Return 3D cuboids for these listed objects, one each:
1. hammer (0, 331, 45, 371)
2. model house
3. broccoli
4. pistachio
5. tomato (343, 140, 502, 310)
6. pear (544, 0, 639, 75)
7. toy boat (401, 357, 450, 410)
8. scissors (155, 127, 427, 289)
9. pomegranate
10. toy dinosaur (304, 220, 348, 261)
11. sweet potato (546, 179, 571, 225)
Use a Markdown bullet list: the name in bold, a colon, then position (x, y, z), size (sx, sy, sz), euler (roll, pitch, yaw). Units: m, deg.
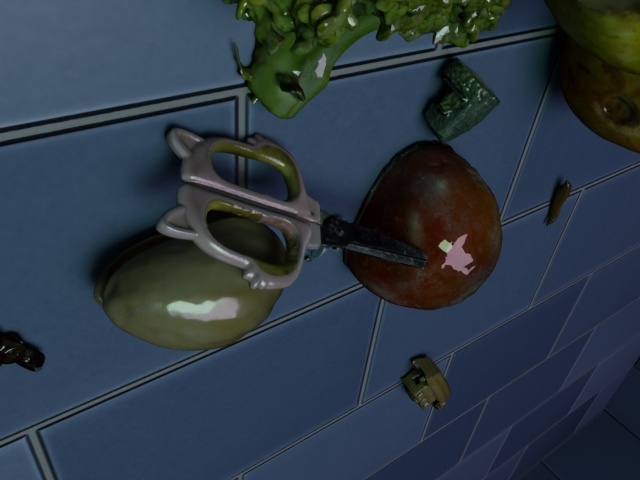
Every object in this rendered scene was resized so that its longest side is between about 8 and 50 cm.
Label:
- **hammer**: position (-0.333, 0.151, 0.506), size (0.178, 0.021, 0.065), euler (-43, 143, -4)
- **model house**: position (0.159, -0.160, 0.670), size (0.083, 0.066, 0.079), euler (-43, 158, 26)
- **broccoli**: position (0.039, -0.187, 0.421), size (0.242, 0.180, 0.273), euler (-6, 127, -42)
- **pistachio**: position (-0.115, 0.040, 0.537), size (0.185, 0.124, 0.124), euler (-5, 127, -35)
- **tomato**: position (0.147, 0.001, 0.724), size (0.181, 0.155, 0.214), euler (-6, 128, -36)
- **pear**: position (0.359, -0.300, 0.510), size (0.386, 0.340, 0.191), euler (-66, 150, -11)
- **toy boat**: position (0.210, 0.292, 1.122), size (0.077, 0.057, 0.200), euler (-38, 143, -3)
- **scissors**: position (-0.005, -0.013, 0.554), size (0.317, 0.160, 0.024), euler (18, 148, -34)
- **pomegranate**: position (0.446, -0.236, 0.702), size (0.264, 0.264, 0.264), euler (-25, 138, -25)
- **toy dinosaur**: position (0.000, 0.000, 0.676), size (0.083, 0.030, 0.047), euler (-21, 134, -29)
- **sweet potato**: position (0.434, -0.070, 1.030), size (0.026, 0.026, 0.115), euler (-30, 145, -21)
